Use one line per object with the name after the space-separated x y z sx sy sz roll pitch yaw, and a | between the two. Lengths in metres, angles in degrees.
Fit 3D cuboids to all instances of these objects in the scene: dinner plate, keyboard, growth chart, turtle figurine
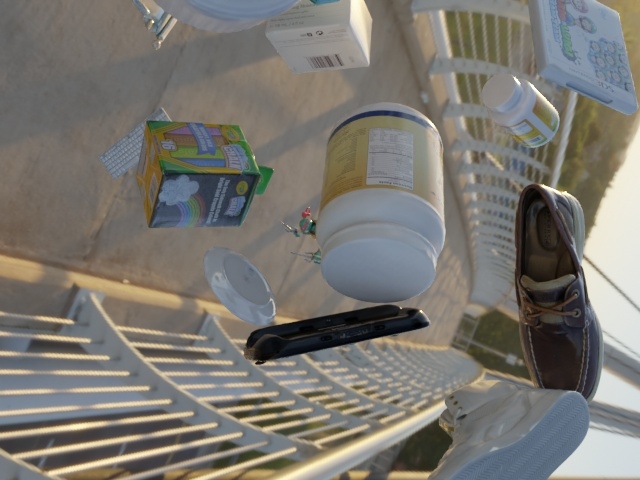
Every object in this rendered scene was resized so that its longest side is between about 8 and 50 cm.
-0.113 0.062 0.919 0.017 0.141 0.141 -40 169 21 | dinner plate
-0.453 -0.235 1.543 0.072 0.256 0.014 60 31 -5 | keyboard
-0.315 -0.470 1.074 0.237 0.021 0.172 56 36 -32 | growth chart
0.000 0.000 1.791 0.118 0.234 0.175 -51 -151 18 | turtle figurine

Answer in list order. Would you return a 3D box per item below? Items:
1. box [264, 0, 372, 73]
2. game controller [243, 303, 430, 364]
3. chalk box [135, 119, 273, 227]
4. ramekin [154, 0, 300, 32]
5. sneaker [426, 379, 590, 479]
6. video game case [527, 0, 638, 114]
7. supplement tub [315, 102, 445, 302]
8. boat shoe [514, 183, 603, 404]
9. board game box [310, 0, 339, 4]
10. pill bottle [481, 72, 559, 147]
0.001 -0.450 1.312 0.182 0.181 0.119 36 55 -68 | box
0.028 0.166 1.090 0.166 0.319 0.067 -179 -99 -70 | game controller
-0.189 -0.111 1.065 0.213 0.132 0.132 -2 139 -30 | chalk box
-0.132 -0.404 0.821 0.272 0.273 0.127 -63 -161 -13 | ramekin
0.201 0.285 0.832 0.293 0.169 0.108 -25 100 -28 | sneaker
0.309 -0.236 0.741 0.019 0.143 0.157 -41 -141 54 | video game case
0.111 -0.069 1.139 0.228 0.228 0.316 83 11 -53 | supplement tub
0.343 0.079 0.939 0.123 0.123 0.341 17 72 -51 | boat shoe
-0.066 -0.611 1.083 0.079 0.336 0.253 -30 153 -46 | board game box
0.551 -0.365 1.738 0.246 0.136 0.136 23 89 -44 | pill bottle
